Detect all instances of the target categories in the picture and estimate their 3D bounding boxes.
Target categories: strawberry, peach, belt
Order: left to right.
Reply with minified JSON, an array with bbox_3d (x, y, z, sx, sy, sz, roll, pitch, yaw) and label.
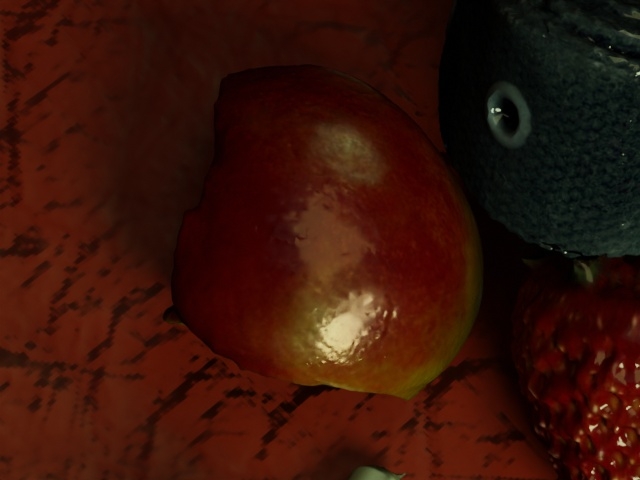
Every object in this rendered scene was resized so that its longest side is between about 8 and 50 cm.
[{"bbox_3d":[0.007,-0.004,0.809,0.151,0.151,0.118,24,110,-2],"label":"peach"},{"bbox_3d":[0.116,-0.099,0.809,0.122,0.128,0.218,10,35,-2],"label":"belt"},{"bbox_3d":[0.142,0.063,0.814,0.131,0.148,0.131,-1,28,1],"label":"strawberry"}]

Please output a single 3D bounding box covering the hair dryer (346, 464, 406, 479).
[{"bbox_3d":[0.000,0.133,0.770,0.047,0.082,0.137,36,50,4],"label":"hair dryer"}]
